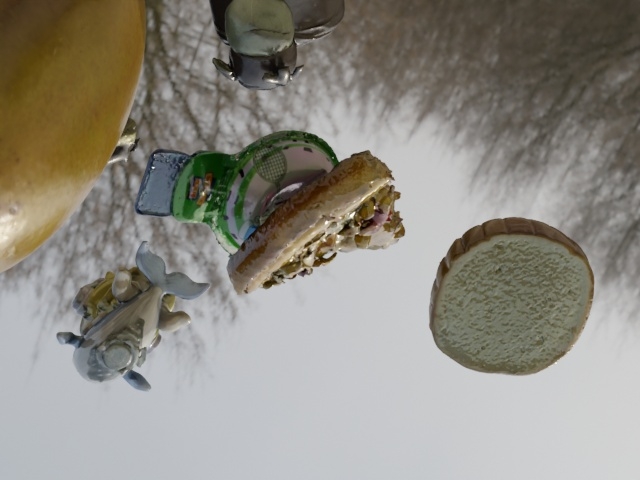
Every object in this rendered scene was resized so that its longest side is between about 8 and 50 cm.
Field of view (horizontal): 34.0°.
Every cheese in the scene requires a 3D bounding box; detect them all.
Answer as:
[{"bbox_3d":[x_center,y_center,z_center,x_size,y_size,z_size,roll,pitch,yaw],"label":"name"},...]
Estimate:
[{"bbox_3d":[-0.094,-0.060,1.400,0.320,0.204,0.083,5,-153,-37],"label":"cheese"}]

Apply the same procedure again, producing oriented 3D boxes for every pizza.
[{"bbox_3d":[0.000,0.000,1.365,0.074,0.251,0.288,62,-175,19],"label":"pizza"}]

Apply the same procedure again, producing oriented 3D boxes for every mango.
[{"bbox_3d":[-0.324,-0.155,1.046,0.232,0.300,0.446,10,-124,26],"label":"mango"}]

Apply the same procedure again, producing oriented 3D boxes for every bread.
[{"bbox_3d":[0.261,0.079,1.441,0.236,0.236,0.070,21,-159,-7],"label":"bread"}]

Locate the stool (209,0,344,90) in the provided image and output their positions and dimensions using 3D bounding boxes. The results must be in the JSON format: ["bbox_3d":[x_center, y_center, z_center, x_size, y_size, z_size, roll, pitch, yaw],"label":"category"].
[{"bbox_3d":[-0.048,-0.223,0.944,0.125,0.121,0.217,-1,-140,12],"label":"stool"}]

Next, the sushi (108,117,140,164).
[{"bbox_3d":[-0.399,-0.160,1.454,0.291,0.131,0.139,-14,-134,-44],"label":"sushi"}]

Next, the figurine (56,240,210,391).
[{"bbox_3d":[-0.228,0.091,1.244,0.128,0.208,0.184,37,-158,-19],"label":"figurine"}]
